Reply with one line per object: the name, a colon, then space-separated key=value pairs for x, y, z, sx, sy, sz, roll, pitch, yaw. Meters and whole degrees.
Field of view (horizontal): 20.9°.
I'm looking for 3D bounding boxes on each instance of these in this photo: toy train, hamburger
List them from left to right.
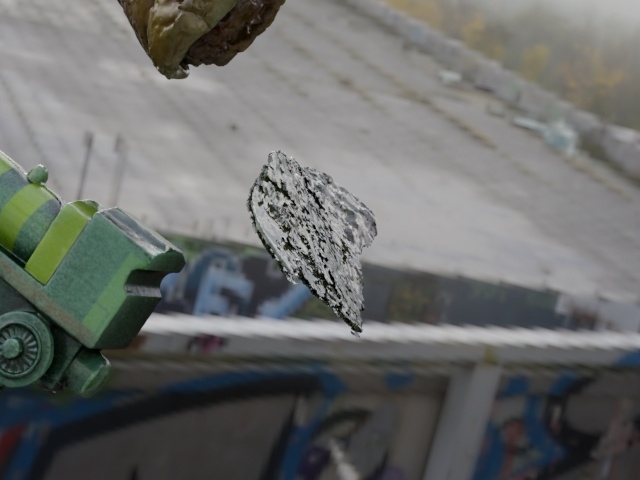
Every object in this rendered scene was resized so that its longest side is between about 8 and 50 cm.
toy train: x=-0.193 y=0.006 z=1.062 sx=0.200 sy=0.132 sz=0.083 roll=37 pitch=6 yaw=12
hamburger: x=-0.085 y=-0.216 z=1.294 sx=0.130 sy=0.183 sz=0.206 roll=31 pitch=8 yaw=-16

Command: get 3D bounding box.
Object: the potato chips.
potato chips: x=0.000 y=0.000 z=1.142 sx=0.142 sy=0.026 sz=0.209 roll=62 pitch=18 yaw=9
